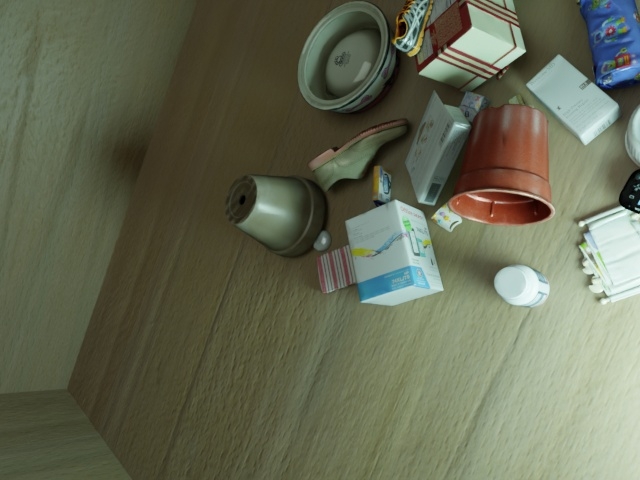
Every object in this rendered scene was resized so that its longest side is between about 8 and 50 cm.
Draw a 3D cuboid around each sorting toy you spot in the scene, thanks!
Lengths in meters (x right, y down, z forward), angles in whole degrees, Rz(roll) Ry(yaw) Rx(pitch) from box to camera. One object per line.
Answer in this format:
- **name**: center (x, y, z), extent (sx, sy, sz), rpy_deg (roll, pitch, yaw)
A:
- **sorting toy**: center (0.399, -0.070, 1.502), extent (0.075, 0.044, 0.083), rpy_deg (48, 112, 14)

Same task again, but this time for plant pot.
- **plant pot**: center (-0.190, -0.117, 1.804), extent (0.322, 0.280, 0.324), rpy_deg (-13, 69, 39)
- **plant pot**: center (0.505, -0.207, 1.316), extent (0.272, 0.272, 0.265), rpy_deg (1, 73, 39)

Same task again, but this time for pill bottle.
- **pill bottle**: center (0.527, 0.119, 1.264), extent (0.107, 0.180, 0.108), rpy_deg (-9, 74, 37)

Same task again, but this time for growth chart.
- **growth chart**: center (0.746, 0.031, 1.211), extent (0.171, 0.021, 0.238), rpy_deg (-21, 68, 34)

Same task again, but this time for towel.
- **towel**: center (0.076, 0.100, 1.729), extent (0.196, 0.029, 0.144), rpy_deg (-22, 68, 31)

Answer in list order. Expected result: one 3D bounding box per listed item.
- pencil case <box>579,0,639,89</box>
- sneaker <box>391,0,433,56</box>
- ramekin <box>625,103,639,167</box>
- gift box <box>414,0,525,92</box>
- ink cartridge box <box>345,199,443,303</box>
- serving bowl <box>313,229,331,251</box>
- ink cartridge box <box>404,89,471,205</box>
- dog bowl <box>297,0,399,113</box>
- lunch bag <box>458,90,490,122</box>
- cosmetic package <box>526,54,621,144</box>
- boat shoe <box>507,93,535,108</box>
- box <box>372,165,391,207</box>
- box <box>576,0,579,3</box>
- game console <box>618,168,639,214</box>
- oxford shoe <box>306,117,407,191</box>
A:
- **pencil case**: center (0.763, -0.541, 1.255), extent (0.133, 0.119, 0.307), rpy_deg (-18, 69, 46)
- **sneaker**: center (0.267, -0.660, 1.407), extent (0.084, 0.083, 0.215), rpy_deg (14, 96, 61)
- **ramekin**: center (0.842, -0.263, 1.140), extent (0.207, 0.109, 0.208), rpy_deg (-9, 76, 37)
- **gift box**: center (0.431, -0.620, 1.455), extent (0.276, 0.257, 0.256), rpy_deg (-24, 64, 57)
- **ink cartridge box**: center (0.228, 0.046, 1.506), extent (0.197, 0.198, 0.270), rpy_deg (-23, 68, 34)
- **serving bowl**: center (0.000, 0.000, 1.807), extent (0.083, 0.027, 0.084), rpy_deg (-8, 76, 37)
- **ink cartridge box**: center (0.352, -0.288, 1.483), extent (0.239, 0.060, 0.275), rpy_deg (-93, 16, -51)
- **dog bowl**: center (0.113, -0.655, 1.777), extent (0.407, 0.150, 0.409), rpy_deg (-9, 76, 38)
- **lunch bag**: center (0.476, -0.415, 1.500), extent (0.071, 0.053, 0.083), rpy_deg (38, 113, 39)
- **cosmetic package**: center (0.685, -0.384, 1.307), extent (0.117, 0.085, 0.231), rpy_deg (-44, 58, 22)
- **boat shoe**: center (0.599, -0.376, 1.394), extent (0.045, 0.050, 0.136), rpy_deg (-44, 57, 29)
- **box**: center (0.211, -0.179, 1.642), extent (0.028, 0.081, 0.136), rpy_deg (-5, 78, 37)
- **box**: center (0.812, -0.767, 1.326), extent (0.201, 0.021, 0.165), rpy_deg (-7, 77, 37)
- **game console**: center (0.877, -0.043, 1.095), extent (0.361, 0.043, 0.213), rpy_deg (33, 102, 34)
- **oxford shoe**: center (0.148, -0.306, 1.715), extent (0.396, 0.140, 0.147), rpy_deg (-24, 97, 28)
